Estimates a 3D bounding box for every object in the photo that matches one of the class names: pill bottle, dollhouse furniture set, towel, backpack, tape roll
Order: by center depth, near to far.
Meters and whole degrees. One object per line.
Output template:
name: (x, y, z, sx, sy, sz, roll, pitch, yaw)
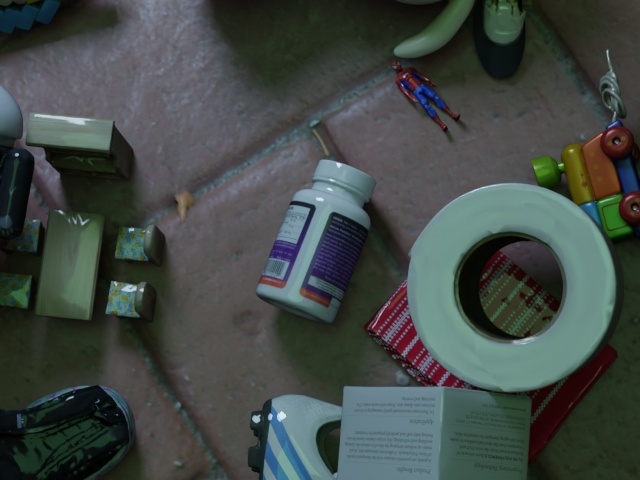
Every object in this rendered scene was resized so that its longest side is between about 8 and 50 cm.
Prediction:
tape roll: (0.238, 0.057, 1.774, 0.246, 0.169, 0.246, -1, 87, 16)
backpack: (-0.324, 0.251, 1.858, 0.182, 0.115, 0.152, -29, 90, -3)
dollhouse furniture set: (-0.317, -0.023, 1.883, 0.212, 0.161, 0.242, 5, 80, 5)
pill bottle: (0.000, 0.000, 1.885, 0.108, 0.108, 0.193, 21, 82, 7)
towel: (0.218, 0.130, 1.887, 0.275, 0.031, 0.199, 41, 84, 10)

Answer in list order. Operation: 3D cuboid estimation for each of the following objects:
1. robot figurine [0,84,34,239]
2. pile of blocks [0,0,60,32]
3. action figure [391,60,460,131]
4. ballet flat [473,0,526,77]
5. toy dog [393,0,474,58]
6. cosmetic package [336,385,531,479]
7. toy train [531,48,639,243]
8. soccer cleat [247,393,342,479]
robot figurine: (-0.461, -0.072, 1.798, 0.209, 0.173, 0.278, 13, 93, -14)
pile of blocks: (-0.460, -0.346, 1.985, 0.362, 0.149, 0.112, -11, 51, -1)
action figure: (0.135, -0.196, 1.955, 0.038, 0.030, 0.115, -44, 78, 0)
ballet flat: (0.238, -0.319, 1.949, 0.074, 0.074, 0.203, 3, 80, 4)
toy dog: (-0.001, -0.437, 1.914, 0.408, 0.284, 0.395, -3, 115, 2)
cosmetic package: (0.122, 0.359, 1.743, 0.155, 0.197, 0.365, 10, 81, -36)
toy train: (0.335, -0.107, 1.895, 0.143, 0.105, 0.248, -16, 78, 14)
soccer cleat: (-0.022, 0.355, 1.817, 0.143, 0.116, 0.331, 2, 79, 4)
